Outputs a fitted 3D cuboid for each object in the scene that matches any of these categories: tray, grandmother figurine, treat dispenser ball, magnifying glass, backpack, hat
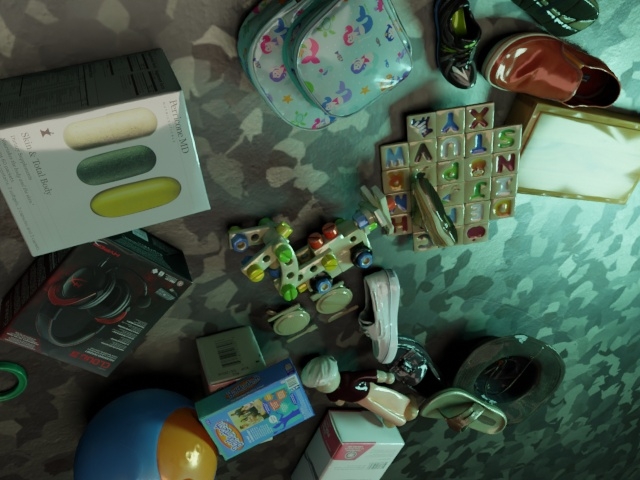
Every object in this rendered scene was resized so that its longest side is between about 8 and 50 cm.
[{"bbox_3d":[0.578,-0.196,1.337,0.410,0.076,0.203,3,121,-25],"label":"tray"},{"bbox_3d":[0.097,0.377,1.488,0.342,0.104,0.208,30,123,-31],"label":"grandmother figurine"},{"bbox_3d":[-0.360,0.457,1.235,0.288,0.288,0.288,-12,127,-16],"label":"treat dispenser ball"},{"bbox_3d":[-0.689,0.277,1.133,0.231,0.026,0.092,-2,124,-25],"label":"magnifying glass"},{"bbox_3d":[0.005,-0.302,0.940,0.253,0.191,0.225,-33,131,7],"label":"backpack"},{"bbox_3d":[0.499,0.362,1.656,0.331,0.134,0.331,-5,117,-10],"label":"hat"}]

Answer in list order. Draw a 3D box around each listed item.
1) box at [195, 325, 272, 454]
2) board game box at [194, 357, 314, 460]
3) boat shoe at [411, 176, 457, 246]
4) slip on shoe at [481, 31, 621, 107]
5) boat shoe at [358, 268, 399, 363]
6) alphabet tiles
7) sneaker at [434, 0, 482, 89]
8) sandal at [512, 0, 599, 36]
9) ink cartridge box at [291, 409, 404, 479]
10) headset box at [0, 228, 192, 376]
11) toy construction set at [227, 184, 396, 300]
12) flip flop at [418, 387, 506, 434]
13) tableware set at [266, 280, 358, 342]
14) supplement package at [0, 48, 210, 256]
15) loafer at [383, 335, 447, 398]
[{"bbox_3d":[-0.190,0.331,1.311,0.126,0.149,0.232,-12,126,-17],"label":"box"},{"bbox_3d":[-0.131,0.349,1.222,0.210,0.047,0.160,-24,130,-10],"label":"board game box"},{"bbox_3d":[0.224,-0.050,1.248,0.072,0.068,0.190,-16,127,27],"label":"boat shoe"},{"bbox_3d":[0.465,-0.328,1.172,0.331,0.101,0.123,5,127,-26],"label":"slip on shoe"},{"bbox_3d":[0.130,0.183,1.400,0.084,0.095,0.258,-8,115,-14],"label":"boat shoe"},{"bbox_3d":[0.272,-0.120,1.242,0.285,0.011,0.343,-9,128,1],"label":"alphabet tiles"},{"bbox_3d":[0.252,-0.354,1.075,0.067,0.078,0.188,-25,130,-6],"label":"sneaker"},{"bbox_3d":[0.408,-0.468,1.064,0.120,0.086,0.302,-15,160,35],"label":"sandal"},{"bbox_3d":[0.067,0.608,1.636,0.207,0.117,0.283,11,120,-29],"label":"ink cartridge box"},{"bbox_3d":[-0.414,0.105,1.076,0.293,0.110,0.218,-46,129,11],"label":"headset box"},{"bbox_3d":[0.000,0.000,1.177,0.327,0.151,0.215,-23,130,6],"label":"toy construction set"},{"bbox_3d":[0.387,0.471,1.575,0.277,0.080,0.112,25,117,-21],"label":"flip flop"},{"bbox_3d":[-0.022,0.150,1.333,0.194,0.039,0.128,-27,142,3],"label":"tableware set"},{"bbox_3d":[-0.329,-0.139,0.886,0.262,0.198,0.199,-16,127,-13],"label":"supplement package"},{"bbox_3d":[0.261,0.348,1.559,0.109,0.095,0.302,-42,129,8],"label":"loafer"}]
